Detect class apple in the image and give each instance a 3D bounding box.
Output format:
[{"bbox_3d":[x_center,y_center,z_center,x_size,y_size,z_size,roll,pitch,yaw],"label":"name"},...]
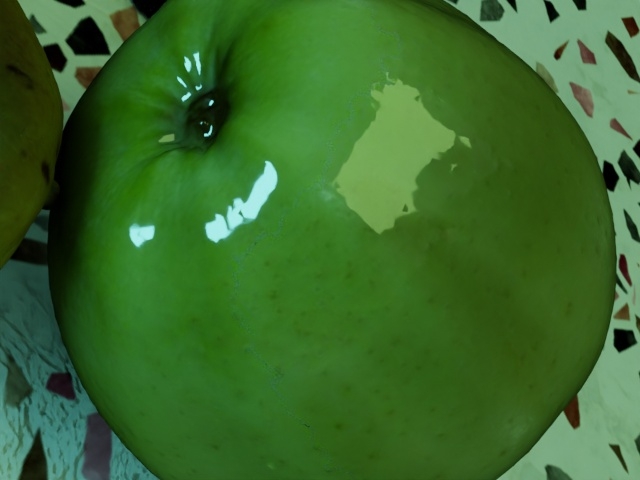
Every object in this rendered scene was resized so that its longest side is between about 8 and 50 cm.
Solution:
[{"bbox_3d":[0.000,0.000,1.520,0.473,0.473,0.474,26,53,-39],"label":"apple"}]

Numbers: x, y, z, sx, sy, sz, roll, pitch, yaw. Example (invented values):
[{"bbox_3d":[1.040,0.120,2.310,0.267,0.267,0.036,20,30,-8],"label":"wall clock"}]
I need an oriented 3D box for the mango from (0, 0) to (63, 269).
[{"bbox_3d":[-0.373,-0.149,1.373,0.445,0.220,0.301,50,52,-2],"label":"mango"}]

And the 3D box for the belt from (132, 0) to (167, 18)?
[{"bbox_3d":[-0.119,-0.291,1.842,0.151,0.078,0.198,35,49,-26],"label":"belt"}]
